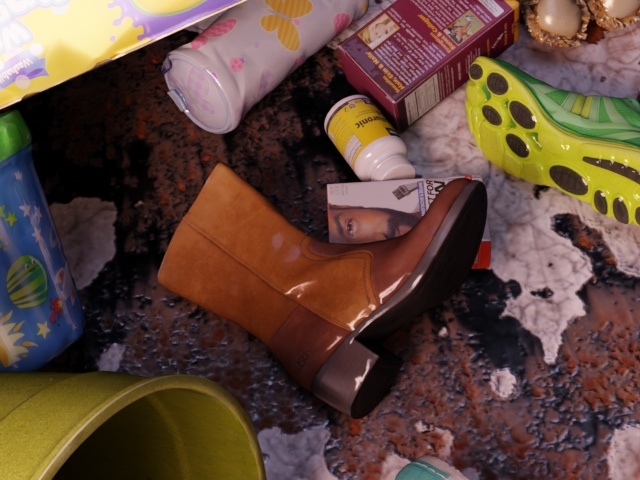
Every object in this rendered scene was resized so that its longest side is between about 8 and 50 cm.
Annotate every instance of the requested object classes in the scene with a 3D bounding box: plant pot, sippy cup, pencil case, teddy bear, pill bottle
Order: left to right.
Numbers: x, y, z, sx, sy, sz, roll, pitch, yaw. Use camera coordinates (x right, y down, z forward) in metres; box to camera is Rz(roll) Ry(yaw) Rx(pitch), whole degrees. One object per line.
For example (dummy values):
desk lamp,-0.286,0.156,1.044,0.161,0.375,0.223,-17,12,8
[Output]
plant pot,-0.282,0.249,0.891,0.352,0.366,0.366,10,53,27
sippy cup,-0.342,0.025,1.094,0.240,0.224,0.305,-19,14,24
pencil case,-0.062,-0.243,1.380,0.113,0.124,0.273,49,65,-6
pill bottle,0.057,-0.104,1.289,0.065,0.065,0.116,-24,55,-14
teddy bear,0.267,-0.367,1.464,0.245,0.113,0.338,-38,65,-19

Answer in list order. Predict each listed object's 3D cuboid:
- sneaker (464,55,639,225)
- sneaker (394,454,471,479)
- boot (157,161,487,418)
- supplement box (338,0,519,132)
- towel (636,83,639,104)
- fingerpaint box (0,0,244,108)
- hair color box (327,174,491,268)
sneaker,0.281,-0.112,1.269,0.295,0.109,0.123,36,41,30
sneaker,0.121,0.313,0.930,0.121,0.108,0.302,-22,55,-17
boot,0.000,0.000,1.161,0.280,0.096,0.264,34,98,29
supplement box,0.127,-0.229,1.338,0.188,0.081,0.104,-39,67,-7
towel,0.510,-0.224,1.365,0.237,0.037,0.329,13,54,14
fingerpaint box,-0.253,-0.263,1.194,0.444,0.163,0.371,-22,15,9
hair color box,0.092,-0.016,1.225,0.167,0.053,0.093,-5,53,3
